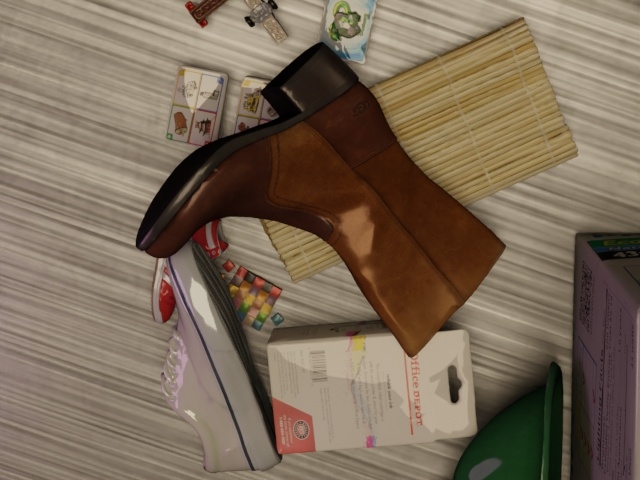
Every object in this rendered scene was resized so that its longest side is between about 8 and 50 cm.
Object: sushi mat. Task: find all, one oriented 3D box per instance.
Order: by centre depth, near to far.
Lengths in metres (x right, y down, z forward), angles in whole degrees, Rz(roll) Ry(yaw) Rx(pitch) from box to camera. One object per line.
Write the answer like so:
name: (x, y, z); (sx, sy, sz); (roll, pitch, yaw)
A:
sushi mat: (0.081, -0.084, 1.558); (0.316, 0.019, 0.151); (-24, 110, 7)

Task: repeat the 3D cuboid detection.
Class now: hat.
hat: (0.137, 0.218, 1.555); (0.183, 0.173, 0.209); (1, 86, 14)

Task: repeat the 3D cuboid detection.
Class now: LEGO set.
LEGO set: (-0.042, -0.202, 1.551); (0.182, 0.060, 0.244); (9, 107, -5)

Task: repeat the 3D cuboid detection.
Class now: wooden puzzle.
wooden puzzle: (-0.072, 0.058, 1.609); (0.083, 0.006, 0.049); (29, 100, -2)

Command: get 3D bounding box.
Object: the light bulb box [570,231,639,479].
light bulb box: (0.356, 0.189, 1.430); (0.225, 0.361, 0.358); (0, 100, 2)

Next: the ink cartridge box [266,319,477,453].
ink cartridge box: (0.052, 0.141, 1.587); (0.198, 0.067, 0.115); (-4, 100, 5)

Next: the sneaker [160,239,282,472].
sneaker: (-0.115, 0.124, 1.561); (0.091, 0.094, 0.258); (-16, 112, 5)

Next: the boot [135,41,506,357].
boot: (0.000, 0.000, 1.507); (0.264, 0.096, 0.280); (-45, 105, -16)

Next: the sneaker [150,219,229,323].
sneaker: (-0.128, 0.029, 1.588); (0.067, 0.042, 0.118); (10, 99, 5)
